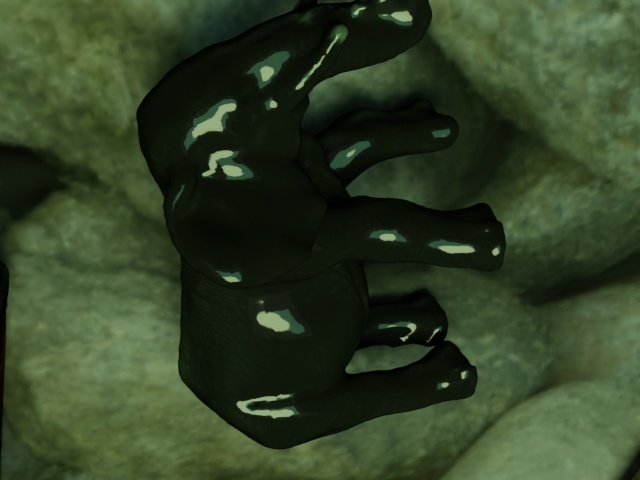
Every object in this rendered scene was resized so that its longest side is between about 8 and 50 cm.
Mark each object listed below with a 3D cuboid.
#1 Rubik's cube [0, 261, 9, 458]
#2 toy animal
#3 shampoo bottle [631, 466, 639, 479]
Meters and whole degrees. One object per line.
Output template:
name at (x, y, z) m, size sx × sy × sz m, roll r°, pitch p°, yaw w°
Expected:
Rubik's cube at (-0.254, 0.149, 0.288) m, size 0.260 × 0.259 × 0.254 m, roll 3°, pitch 109°, yaw -17°
toy animal at (0.001, 0.001, 0.371) m, size 0.146 × 0.114 × 0.244 m, roll -8°, pitch 113°, yaw -12°
shampoo bottle at (0.244, 0.130, 0.509) m, size 0.074 × 0.074 × 0.192 m, roll 24°, pitch 103°, yaw -22°
